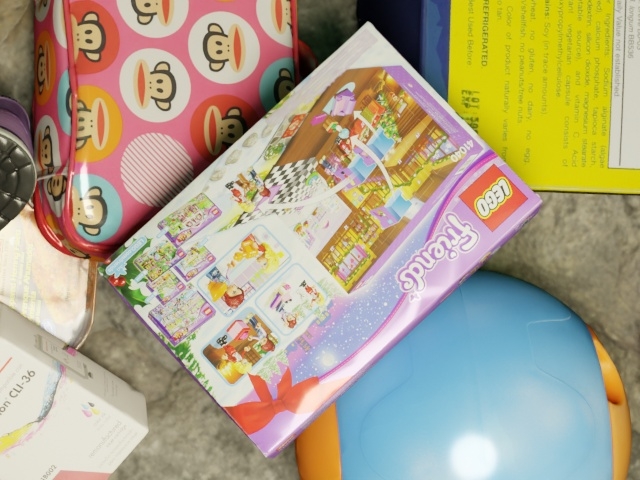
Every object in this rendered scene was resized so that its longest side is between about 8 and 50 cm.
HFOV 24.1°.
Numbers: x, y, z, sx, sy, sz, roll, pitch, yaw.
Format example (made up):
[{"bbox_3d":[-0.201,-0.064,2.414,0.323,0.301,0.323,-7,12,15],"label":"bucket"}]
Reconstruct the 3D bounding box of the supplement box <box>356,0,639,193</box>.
[{"bbox_3d":[0.225,-0.139,1.360,0.356,0.195,0.194,2,92,-15],"label":"supplement box"}]

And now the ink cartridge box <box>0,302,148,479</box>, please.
[{"bbox_3d":[-0.258,0.136,1.270,0.198,0.067,0.115,36,104,-21],"label":"ink cartridge box"}]

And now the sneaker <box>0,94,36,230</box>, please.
[{"bbox_3d":[-0.345,-0.011,1.262,0.283,0.124,0.107,-37,119,12],"label":"sneaker"}]

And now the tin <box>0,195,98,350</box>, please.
[{"bbox_3d":[-0.249,0.016,1.314,0.106,0.040,0.190,6,90,-20],"label":"tin"}]

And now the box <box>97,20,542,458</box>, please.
[{"bbox_3d":[0.000,0.000,1.182,0.293,0.057,0.201,-42,80,-3],"label":"box"}]

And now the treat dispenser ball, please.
[{"bbox_3d":[0.122,0.167,1.292,0.288,0.288,0.288,-1,92,-16],"label":"treat dispenser ball"}]

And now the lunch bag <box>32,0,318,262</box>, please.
[{"bbox_3d":[-0.112,-0.126,1.290,0.258,0.120,0.293,2,86,-25],"label":"lunch bag"}]
